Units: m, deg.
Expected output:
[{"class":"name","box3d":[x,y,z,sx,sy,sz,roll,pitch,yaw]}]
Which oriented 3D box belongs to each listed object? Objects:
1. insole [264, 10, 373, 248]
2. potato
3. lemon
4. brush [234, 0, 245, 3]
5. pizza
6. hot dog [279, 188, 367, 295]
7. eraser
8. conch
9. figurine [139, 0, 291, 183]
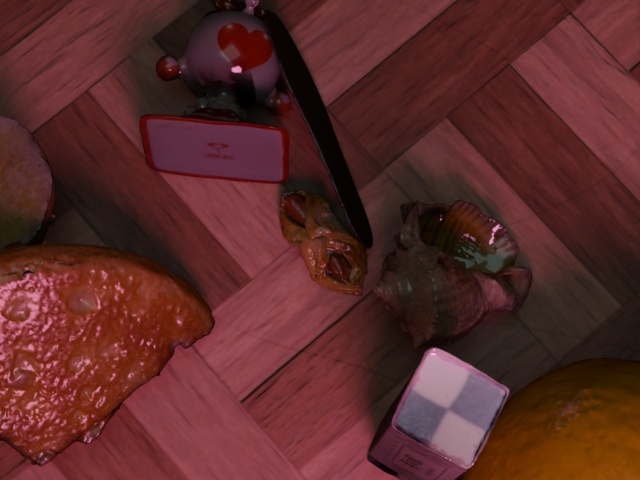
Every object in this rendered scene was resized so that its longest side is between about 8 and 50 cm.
[{"class":"insole","box3d":[0.000,-0.141,1.849,0.007,0.111,0.327,-24,86,20]},{"class":"potato","box3d":[-0.448,-0.025,1.815,0.299,0.116,0.239,-36,72,3]},{"class":"lemon","box3d":[0.332,0.286,1.637,0.364,0.364,0.364,0,77,-1]},{"class":"brush","box3d":[-0.163,-0.344,1.937,0.179,0.030,0.033,15,84,14]},{"class":"pizza","box3d":[-0.320,0.127,1.734,0.409,0.114,0.277,-9,117,-22]},{"class":"hot dog","box3d":[0.001,-0.001,1.838,0.078,0.061,0.169,-38,80,-7]},{"class":"eraser","box3d":[0.119,0.208,1.614,0.098,0.404,0.096,29,77,5]},{"class":"conch","box3d":[0.160,0.038,1.789,0.245,0.163,0.178,-3,93,-31]},{"class":"figurine","box3d":[-0.119,-0.212,1.854,0.184,0.160,0.226,6,68,0]}]
